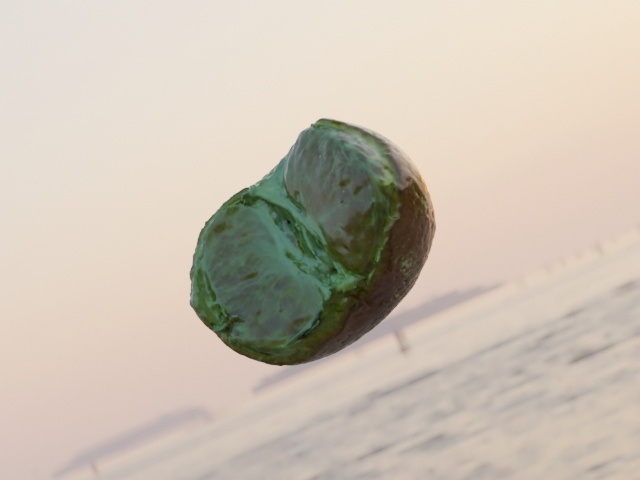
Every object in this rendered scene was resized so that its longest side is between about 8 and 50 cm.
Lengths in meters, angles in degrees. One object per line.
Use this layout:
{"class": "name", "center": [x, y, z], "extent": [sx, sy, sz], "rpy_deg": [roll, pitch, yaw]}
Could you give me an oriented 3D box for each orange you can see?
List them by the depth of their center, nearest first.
{"class": "orange", "center": [0.001, 0.002, 1.617], "extent": [0.237, 0.179, 0.158], "rpy_deg": [-49, -26, 17]}
